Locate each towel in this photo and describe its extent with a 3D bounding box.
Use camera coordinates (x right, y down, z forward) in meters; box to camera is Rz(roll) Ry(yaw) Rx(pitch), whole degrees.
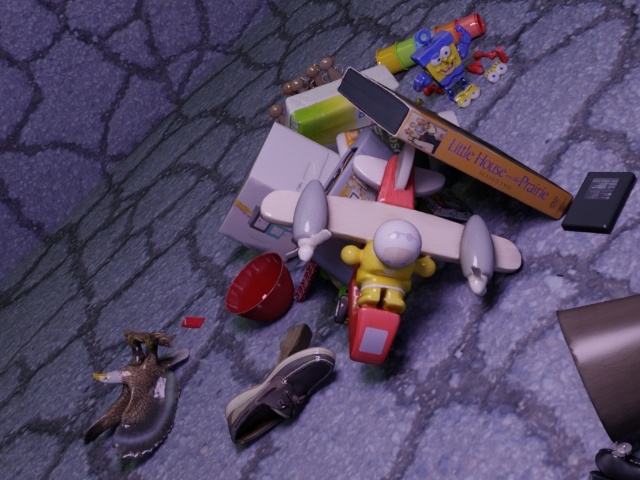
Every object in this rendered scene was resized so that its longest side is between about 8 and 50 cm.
[{"bbox_3d":[0.000,0.000,1.652,0.274,0.031,0.198,113,177,-53],"label":"towel"}]

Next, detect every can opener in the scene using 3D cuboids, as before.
[{"bbox_3d":[0.454,0.319,0.947,0.186,0.073,0.059,2,14,44],"label":"can opener"}]

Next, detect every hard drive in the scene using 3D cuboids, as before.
[{"bbox_3d":[0.524,-0.073,1.344,0.094,0.022,0.135,8,57,50],"label":"hard drive"}]

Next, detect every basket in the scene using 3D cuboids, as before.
[{"bbox_3d":[0.482,0.150,1.008,0.227,0.154,0.204,-26,60,19],"label":"basket"}]

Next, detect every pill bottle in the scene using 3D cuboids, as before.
[{"bbox_3d":[0.187,-0.208,1.672,0.279,0.162,0.162,-15,37,5],"label":"pill bottle"}]

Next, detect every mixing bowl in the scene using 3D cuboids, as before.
[{"bbox_3d":[-0.130,0.128,1.723,0.182,0.098,0.181,-31,34,24],"label":"mixing bowl"}]

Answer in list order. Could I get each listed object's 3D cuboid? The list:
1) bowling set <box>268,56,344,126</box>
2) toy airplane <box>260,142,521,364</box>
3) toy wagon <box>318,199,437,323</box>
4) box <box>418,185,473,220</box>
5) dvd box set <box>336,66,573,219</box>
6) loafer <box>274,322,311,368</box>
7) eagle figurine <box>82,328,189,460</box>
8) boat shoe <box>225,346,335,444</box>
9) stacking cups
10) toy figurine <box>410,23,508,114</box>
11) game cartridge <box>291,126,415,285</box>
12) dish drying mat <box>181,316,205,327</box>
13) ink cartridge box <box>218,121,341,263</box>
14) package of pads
[{"bbox_3d":[-0.053,-0.490,2.309,0.287,0.154,0.199,-36,33,9],"label":"bowling set"},{"bbox_3d":[0.137,-0.009,1.341,0.386,0.384,0.272,-32,-3,-7],"label":"toy airplane"},{"bbox_3d":[0.114,0.029,1.614,0.267,0.068,0.344,-11,44,39],"label":"toy wagon"},{"bbox_3d":[0.265,-0.090,1.572,0.137,0.094,0.027,-122,46,-56],"label":"box"},{"bbox_3d":[0.260,-0.195,1.408,0.062,0.421,0.307,-60,29,15],"label":"dvd box set"},{"bbox_3d":[-0.065,0.247,1.566,0.050,0.056,0.148,-14,32,38],"label":"loafer"},{"bbox_3d":[-0.456,0.370,1.752,0.226,0.225,0.298,98,177,-81],"label":"eagle figurine"},{"bbox_3d":[-0.079,0.323,1.454,0.285,0.103,0.092,-35,38,17],"label":"boat shoe"},{"bbox_3d":[0.316,-0.576,2.076,0.316,0.096,0.096,-17,40,33],"label":"stacking cups"},{"bbox_3d":[0.281,-0.447,1.852,0.363,0.217,0.191,-39,33,4],"label":"toy figurine"},{"bbox_3d":[0.087,-0.064,1.500,0.297,0.198,0.062,-58,24,-14],"label":"game cartridge"},{"bbox_3d":[-0.346,0.221,1.930,0.083,0.008,0.032,-4,48,44],"label":"dish drying mat"},{"bbox_3d":[-0.101,-0.114,1.790,0.270,0.197,0.198,-51,15,52],"label":"ink cartridge box"},{"bbox_3d":[0.045,-0.313,1.861,0.297,0.229,0.101,-22,65,-17],"label":"package of pads"}]
